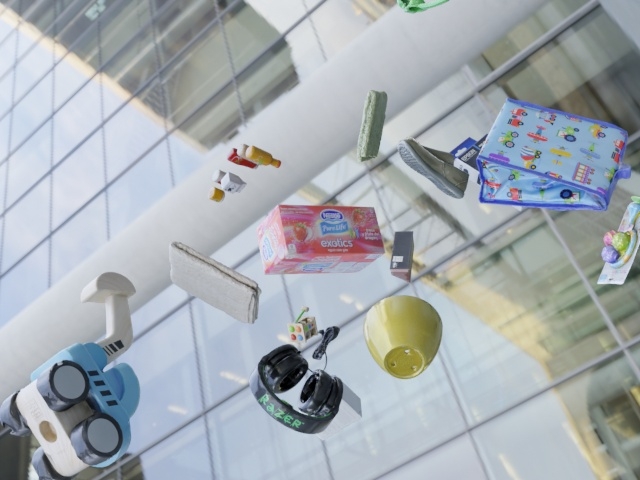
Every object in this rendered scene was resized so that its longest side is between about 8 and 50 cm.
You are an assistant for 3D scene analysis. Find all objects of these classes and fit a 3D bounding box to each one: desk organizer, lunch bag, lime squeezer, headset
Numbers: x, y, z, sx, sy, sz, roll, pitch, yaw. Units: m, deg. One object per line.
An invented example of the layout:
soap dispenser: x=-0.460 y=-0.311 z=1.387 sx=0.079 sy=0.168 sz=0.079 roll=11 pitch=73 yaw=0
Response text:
desk organizer: x=0.199 y=0.039 z=1.749 sx=0.130 sy=0.047 sz=0.050 roll=-76 pitch=-20 yaw=-44
lunch bag: x=0.511 y=-0.176 z=1.545 sx=0.221 sy=0.293 sz=0.138 roll=-58 pitch=-33 yaw=-35
lime squeezer: x=0.260 y=-0.654 z=1.927 sx=0.059 sy=0.110 sz=0.310 roll=20 pitch=-150 yaw=-33
headset: x=-0.036 y=0.357 z=1.931 sx=0.243 sy=0.185 sz=0.394 roll=35 pitch=-163 yaw=4

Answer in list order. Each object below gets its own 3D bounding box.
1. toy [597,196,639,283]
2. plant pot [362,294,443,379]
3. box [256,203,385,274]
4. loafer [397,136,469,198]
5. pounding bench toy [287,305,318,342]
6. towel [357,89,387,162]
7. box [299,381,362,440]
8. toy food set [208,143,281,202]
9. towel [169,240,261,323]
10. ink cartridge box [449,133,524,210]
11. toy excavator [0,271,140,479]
toy: x=0.767 y=-0.006 z=1.849 sx=0.056 sy=0.237 sz=0.137 roll=27 pitch=175 yaw=-2
plant pot: x=0.135 y=0.171 z=1.177 sx=0.134 sy=0.134 sz=0.095 roll=47 pitch=-158 yaw=-18
box: x=0.000 y=0.000 z=1.924 sx=0.300 sy=0.154 sz=0.142 roll=0 pitch=-113 yaw=-29
loafer: x=0.316 y=-0.214 z=1.991 sx=0.251 sy=0.087 sz=0.094 roll=36 pitch=174 yaw=-26
pounding bench toy: x=-0.052 y=0.220 z=1.893 sx=0.065 sy=0.052 sz=0.083 roll=-23 pitch=-74 yaw=-51
towel: x=0.106 y=-0.236 z=1.491 sx=0.027 sy=0.148 sz=0.110 roll=13 pitch=-167 yaw=17
box: x=0.033 y=0.561 z=2.400 sx=0.130 sy=0.171 sz=0.091 roll=47 pitch=-161 yaw=-24
toy food set: x=-0.222 y=-0.194 z=2.088 sx=0.105 sy=0.232 sz=0.111 roll=22 pitch=-143 yaw=-34
towel: x=-0.289 y=0.115 z=1.963 sx=0.282 sy=0.187 sz=0.049 roll=28 pitch=-126 yaw=11
ink cartridge box: x=0.563 y=-0.239 z=2.330 sx=0.333 sy=0.165 sz=0.065 roll=36 pitch=152 yaw=29
toy excavator: x=-0.566 y=0.324 z=1.813 sx=0.432 sy=0.222 sz=0.445 roll=57 pitch=-151 yaw=3
